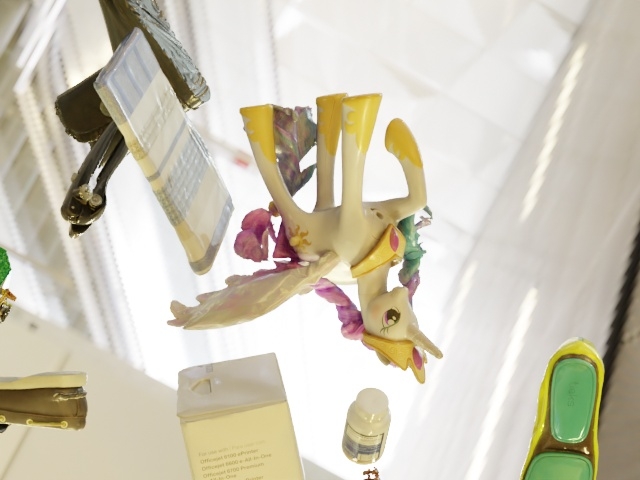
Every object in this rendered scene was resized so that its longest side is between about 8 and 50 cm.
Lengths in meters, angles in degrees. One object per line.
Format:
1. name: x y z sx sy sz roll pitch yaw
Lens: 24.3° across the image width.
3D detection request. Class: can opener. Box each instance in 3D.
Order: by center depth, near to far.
1. can opener: -0.302 -0.091 1.999 0.073 0.059 0.186 -28 -143 50

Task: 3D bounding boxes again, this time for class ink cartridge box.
1. ink cartridge box: -0.078 0.311 1.755 0.223 0.129 0.308 -118 -163 -78

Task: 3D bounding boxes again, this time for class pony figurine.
1. pony figurine: 0.000 0.000 1.893 0.351 0.364 0.302 -1 -169 42

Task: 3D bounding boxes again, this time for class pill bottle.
1. pill bottle: 0.068 0.270 2.171 0.120 0.067 0.067 98 8 -46

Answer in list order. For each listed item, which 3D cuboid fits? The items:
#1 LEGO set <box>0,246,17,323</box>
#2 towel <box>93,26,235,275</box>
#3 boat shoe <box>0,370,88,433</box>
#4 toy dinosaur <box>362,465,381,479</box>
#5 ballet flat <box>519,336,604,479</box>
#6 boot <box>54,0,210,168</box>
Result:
1. LEGO set: -0.500 0.115 1.656 0.192 0.255 0.331 118 -7 -58
2. towel: -0.195 -0.112 1.874 0.034 0.285 0.209 -21 -157 16
3. boat shoe: -0.377 0.194 1.749 0.081 0.227 0.069 -3 88 -66
4. toy dinosaur: 0.041 0.477 2.005 0.164 0.218 0.322 -33 -131 29
5. ballet flat: 0.254 0.205 1.552 0.077 0.077 0.231 -71 169 -68
6. boot: -0.299 -0.242 2.088 0.207 0.246 0.094 -29 -169 21
